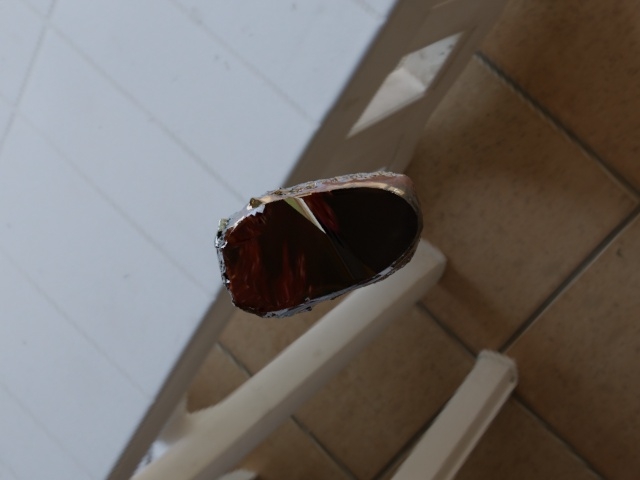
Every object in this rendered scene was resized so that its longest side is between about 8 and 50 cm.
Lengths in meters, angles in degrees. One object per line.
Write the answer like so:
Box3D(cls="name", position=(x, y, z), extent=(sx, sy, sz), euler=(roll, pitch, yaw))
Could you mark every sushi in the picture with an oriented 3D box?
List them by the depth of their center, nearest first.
Box3D(cls="sushi", position=(0.000, 0.000, 1.141), extent=(0.225, 0.126, 0.136), euler=(-18, 95, -2))
